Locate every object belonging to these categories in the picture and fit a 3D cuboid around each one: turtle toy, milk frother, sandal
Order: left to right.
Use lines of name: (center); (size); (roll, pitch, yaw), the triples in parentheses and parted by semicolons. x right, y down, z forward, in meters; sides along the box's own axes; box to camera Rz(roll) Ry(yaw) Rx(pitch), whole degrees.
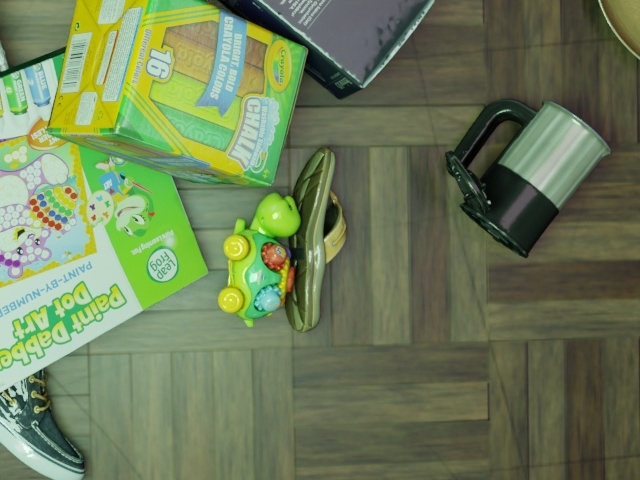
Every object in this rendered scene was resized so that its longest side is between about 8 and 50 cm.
turtle toy: (-0.055, 0.018, 1.157); (0.066, 0.095, 0.130); (7, 91, 3)
sandal: (0.000, 0.000, 1.182); (0.049, 0.072, 0.180); (3, 93, -22)
milk frother: (0.192, -0.073, 1.161); (0.129, 0.143, 0.135); (38, 90, 1)

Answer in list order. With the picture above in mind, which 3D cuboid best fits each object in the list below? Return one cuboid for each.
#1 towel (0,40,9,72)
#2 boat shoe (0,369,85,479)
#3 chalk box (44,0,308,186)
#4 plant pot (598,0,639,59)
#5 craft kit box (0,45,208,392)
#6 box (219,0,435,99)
towel: (-0.409, -0.167, 1.101); (0.235, 0.121, 0.284); (-17, 99, -13)
boat shoe: (-0.278, 0.148, 1.154); (0.183, 0.065, 0.083); (41, 89, -5)
chalk box: (-0.106, -0.124, 1.068); (0.213, 0.132, 0.132); (16, 83, -38)
plant pot: (0.384, -0.277, 1.232); (0.236, 0.032, 0.236); (0, 92, -6)
craft kit box: (-0.246, -0.028, 1.078); (0.250, 0.061, 0.247); (-31, 113, -35)
box: (-0.016, -0.237, 1.126); (0.207, 0.153, 0.108); (39, 88, -6)
